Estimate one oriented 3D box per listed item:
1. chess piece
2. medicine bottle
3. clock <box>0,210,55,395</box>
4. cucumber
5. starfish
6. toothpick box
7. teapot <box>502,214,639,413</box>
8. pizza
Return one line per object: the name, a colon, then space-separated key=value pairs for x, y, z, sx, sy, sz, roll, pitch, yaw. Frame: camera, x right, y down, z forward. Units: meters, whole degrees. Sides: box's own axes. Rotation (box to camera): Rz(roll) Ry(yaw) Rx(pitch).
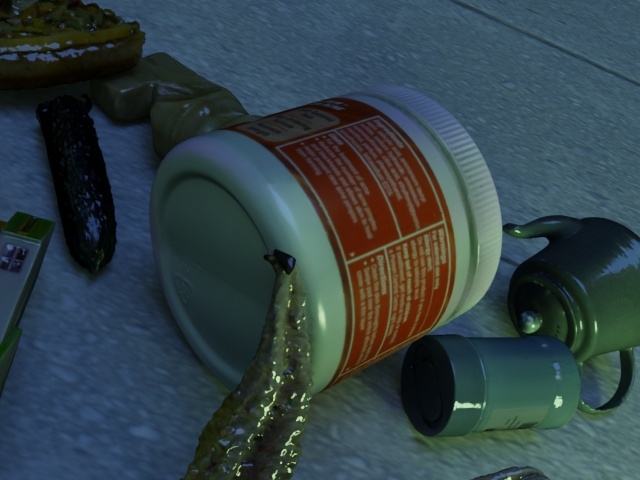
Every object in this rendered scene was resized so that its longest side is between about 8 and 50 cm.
chess piece: x=-0.144 y=-0.136 z=1.008 sx=0.137 sy=0.137 sz=0.301 roll=-18 pitch=45 yaw=-39
medicine bottle: x=0.000 y=0.000 z=0.811 sx=0.241 sy=0.252 sz=0.252 roll=-21 pitch=59 yaw=-35
clock: x=-0.350 y=0.045 z=0.663 sx=0.235 sy=0.166 sz=0.309 roll=16 pitch=41 yaw=-12
cucumber: x=-0.252 y=-0.069 z=0.907 sx=0.067 sy=0.067 sz=0.245 roll=-1 pitch=46 yaw=-28
starfish: x=-0.048 y=0.232 z=0.602 sx=0.398 sy=0.132 sz=0.383 roll=37 pitch=78 yaw=7
toothpick box: x=0.171 y=0.146 z=0.875 sx=0.153 sy=0.101 sz=0.101 roll=4 pitch=46 yaw=-26
teapot: x=0.285 y=0.080 z=0.978 sx=0.149 sy=0.162 sz=0.239 roll=-20 pitch=88 yaw=-30
pizza: x=-0.333 y=-0.267 z=1.037 sx=0.252 sy=0.074 sz=0.287 roll=8 pitch=42 yaw=-7
